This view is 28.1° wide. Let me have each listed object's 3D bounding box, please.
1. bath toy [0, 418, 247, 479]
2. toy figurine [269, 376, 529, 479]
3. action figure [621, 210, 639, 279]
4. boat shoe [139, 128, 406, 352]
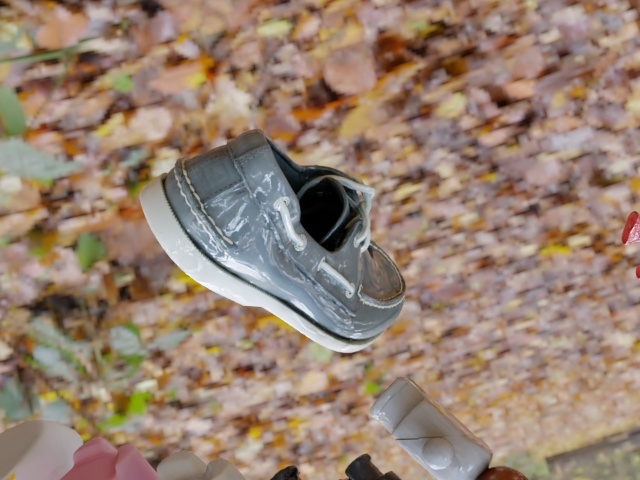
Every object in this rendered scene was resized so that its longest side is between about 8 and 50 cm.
[{"bbox_3d":[-0.127,0.211,0.812,0.151,0.129,0.348,-41,-154,-29],"label":"bath toy"},{"bbox_3d":[0.042,0.224,0.906,0.209,0.148,0.213,-32,157,-38],"label":"toy figurine"},{"bbox_3d":[0.501,-0.021,1.451,0.280,0.091,0.139,0,141,-15],"label":"action figure"},{"bbox_3d":[0.000,0.000,0.931,0.099,0.116,0.319,-37,152,16],"label":"boat shoe"}]
